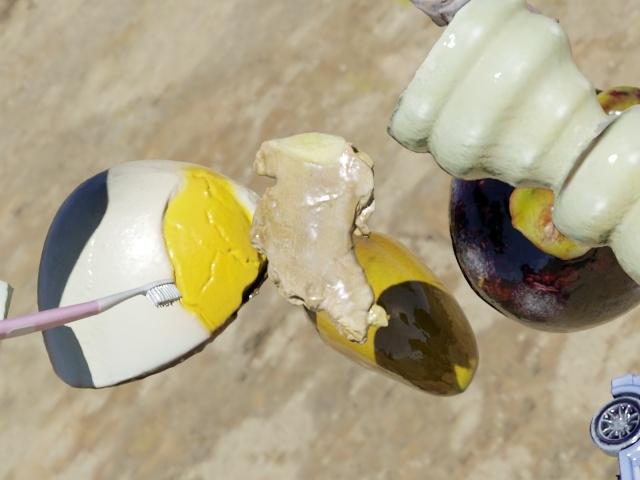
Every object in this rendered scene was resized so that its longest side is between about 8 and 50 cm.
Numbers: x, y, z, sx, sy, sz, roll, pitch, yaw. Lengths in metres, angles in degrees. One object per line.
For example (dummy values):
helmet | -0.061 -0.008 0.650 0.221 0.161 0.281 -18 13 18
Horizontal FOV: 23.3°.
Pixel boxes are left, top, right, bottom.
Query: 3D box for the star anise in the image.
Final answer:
star anise | 0.202 -0.285 1.943 0.182 0.195 0.065 -75 -6 -72

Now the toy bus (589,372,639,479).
toy bus | 0.305 0.239 1.226 0.133 0.125 0.292 -23 41 25

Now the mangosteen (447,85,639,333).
mangosteen | 0.268 -0.048 1.655 0.275 0.275 0.302 -60 -7 -21

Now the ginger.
ginger | -0.005 -0.001 1.550 0.137 0.213 0.074 -4 4 22

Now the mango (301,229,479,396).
mango | 0.091 0.097 2.061 0.173 0.211 0.317 -47 39 -5

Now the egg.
egg | -0.227 0.006 1.907 0.337 0.201 0.337 -22 26 11

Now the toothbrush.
toothbrush | -0.220 0.066 1.415 0.020 0.025 0.286 -48 -19 29

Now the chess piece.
chess piece | 0.180 -0.056 1.044 0.133 0.243 0.133 -51 -12 -15

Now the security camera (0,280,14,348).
security camera | -0.465 0.109 1.687 0.194 0.236 0.195 -170 90 -80
